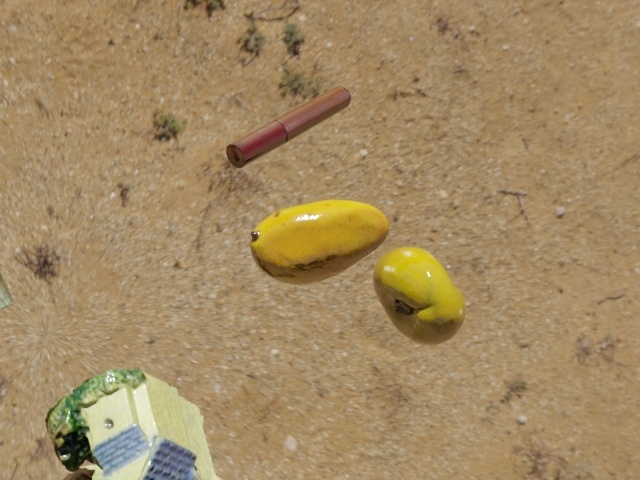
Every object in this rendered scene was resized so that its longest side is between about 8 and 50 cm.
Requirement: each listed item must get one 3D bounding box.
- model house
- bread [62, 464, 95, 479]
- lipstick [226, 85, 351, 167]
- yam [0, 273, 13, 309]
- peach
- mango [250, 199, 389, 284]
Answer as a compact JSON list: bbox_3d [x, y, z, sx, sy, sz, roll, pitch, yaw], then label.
[{"bbox_3d":[-0.355,0.437,1.567,0.261,0.321,0.266,-32,55,4],"label":"model house"},{"bbox_3d":[-0.486,0.581,1.614,0.183,0.388,0.236,42,101,-4],"label":"bread"},{"bbox_3d":[-0.058,-0.244,1.724,0.356,0.057,0.057,-37,96,-41],"label":"lipstick"},{"bbox_3d":[-0.695,0.069,1.687,0.068,0.068,0.169,-24,106,-19],"label":"yam"},{"bbox_3d":[0.232,0.128,1.912,0.153,0.251,0.251,-39,97,-26],"label":"peach"},{"bbox_3d":[0.000,0.000,1.308,0.227,0.147,0.109,-10,43,-12],"label":"mango"}]
